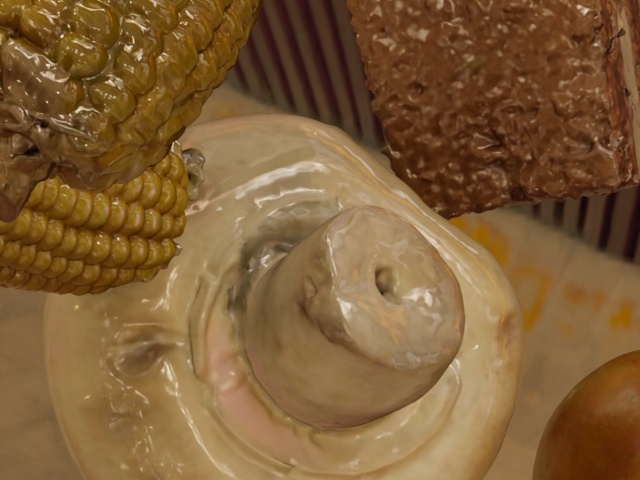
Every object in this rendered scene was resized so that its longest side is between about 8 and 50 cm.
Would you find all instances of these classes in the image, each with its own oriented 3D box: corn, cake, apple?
[{"bbox_3d":[-0.238,-0.049,0.992,0.144,0.387,0.144,-11,75,46],"label":"corn"},{"bbox_3d":[0.204,-0.153,1.781,0.282,0.290,0.256,-8,87,21],"label":"cake"},{"bbox_3d":[-0.055,-0.118,0.606,0.097,0.097,0.262,20,64,12],"label":"corn"},{"bbox_3d":[0.286,0.206,1.375,0.236,0.237,0.207,-19,39,1],"label":"apple"}]

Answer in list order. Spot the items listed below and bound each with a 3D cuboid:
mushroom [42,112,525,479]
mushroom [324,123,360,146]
[{"bbox_3d":[-0.005,0.067,1.250,0.353,0.325,0.353,6,100,37],"label":"mushroom"},{"bbox_3d":[0.000,0.000,1.636,0.178,0.226,0.227,-9,73,-11],"label":"mushroom"}]
